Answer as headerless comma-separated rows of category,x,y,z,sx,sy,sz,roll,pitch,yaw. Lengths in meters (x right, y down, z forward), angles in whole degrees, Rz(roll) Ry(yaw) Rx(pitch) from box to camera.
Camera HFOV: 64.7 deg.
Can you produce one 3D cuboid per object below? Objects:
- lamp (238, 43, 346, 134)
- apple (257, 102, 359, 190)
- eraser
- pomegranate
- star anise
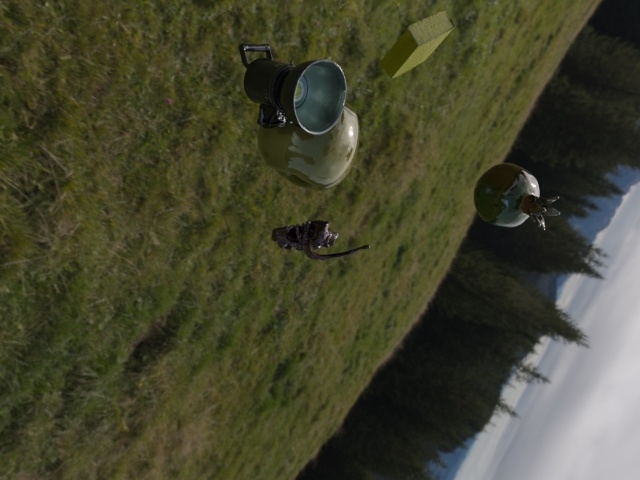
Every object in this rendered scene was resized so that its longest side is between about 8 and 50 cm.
lamp,-0.076,-0.312,1.061,0.147,0.227,0.172,-20,125,-39
apple,-0.024,-0.251,1.257,0.262,0.262,0.262,-47,154,-31
eraser,0.180,-0.368,0.951,0.097,0.045,0.122,-32,180,-18
pomegranate,0.531,-0.112,1.374,0.181,0.224,0.182,-16,119,-30
star anise,0.000,0.000,0.948,0.097,0.190,0.070,43,48,-58
